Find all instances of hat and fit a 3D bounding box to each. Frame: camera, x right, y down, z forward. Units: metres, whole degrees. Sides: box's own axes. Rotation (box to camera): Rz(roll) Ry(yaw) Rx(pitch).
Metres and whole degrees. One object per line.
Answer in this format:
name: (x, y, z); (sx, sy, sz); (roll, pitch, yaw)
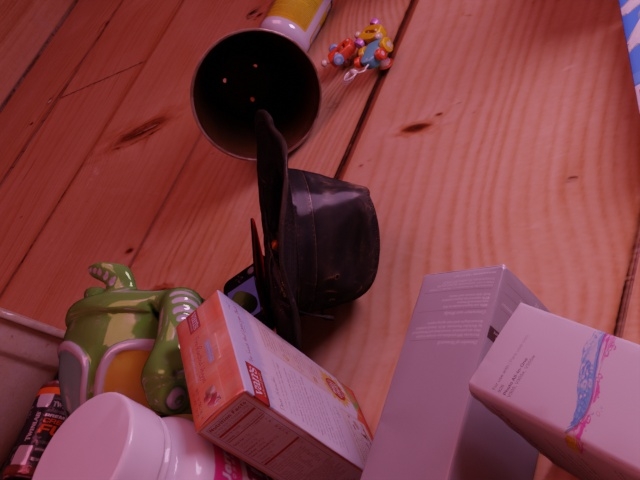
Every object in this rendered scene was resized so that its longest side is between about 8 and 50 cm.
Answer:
hat: (0.000, 0.000, 0.989); (0.134, 0.331, 0.331); (-5, 38, -7)

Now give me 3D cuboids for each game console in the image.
game console: (-0.113, 0.063, 1.147); (0.124, 0.085, 0.144); (-34, 36, 20)

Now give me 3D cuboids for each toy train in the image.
toy train: (0.069, -0.307, 1.358); (0.125, 0.046, 0.166); (-40, 31, 13)

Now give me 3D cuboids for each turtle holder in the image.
turtle holder: (-0.188, 0.166, 0.992); (0.320, 0.243, 0.227); (-11, 63, 40)

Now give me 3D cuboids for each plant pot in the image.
plant pot: (-0.125, -0.267, 1.412); (0.215, 0.215, 0.230); (-45, 20, 4)
plant pot: (-0.603, 0.251, 1.339); (0.334, 0.334, 0.305); (5, 72, 50)

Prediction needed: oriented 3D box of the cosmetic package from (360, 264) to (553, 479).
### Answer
cosmetic package: (0.134, 0.156, 0.741); (0.107, 0.127, 0.238); (-12, 49, 42)

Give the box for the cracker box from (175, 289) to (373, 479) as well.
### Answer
cracker box: (-0.036, 0.171, 0.818); (0.067, 0.232, 0.155); (-41, 34, 10)

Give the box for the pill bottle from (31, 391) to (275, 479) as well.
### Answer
pill bottle: (-0.123, 0.269, 0.770); (0.160, 0.283, 0.160); (-29, 38, 26)

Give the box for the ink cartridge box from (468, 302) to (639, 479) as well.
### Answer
ink cartridge box: (0.240, 0.146, 0.606); (0.212, 0.154, 0.093); (18, 70, 54)

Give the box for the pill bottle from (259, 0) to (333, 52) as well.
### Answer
pill bottle: (-0.055, -0.415, 1.548); (0.103, 0.103, 0.184); (-2, 54, 47)

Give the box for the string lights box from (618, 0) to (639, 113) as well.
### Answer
string lights box: (0.405, -0.225, 0.866); (0.133, 0.077, 0.259); (-21, 42, 32)

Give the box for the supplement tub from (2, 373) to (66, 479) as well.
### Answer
supplement tub: (-0.394, 0.285, 1.218); (0.106, 0.106, 0.198); (-20, 43, 35)
